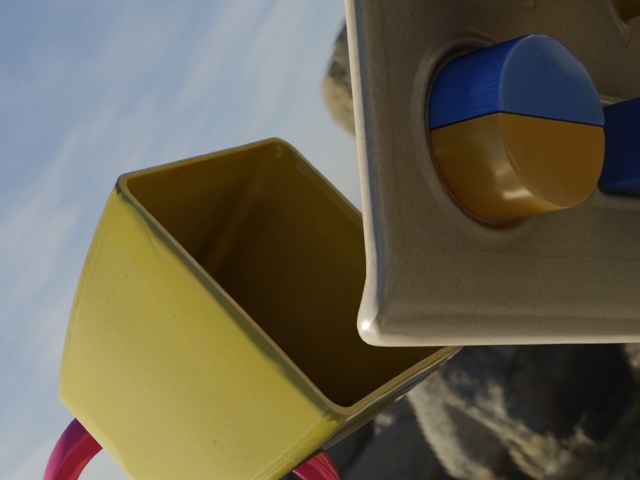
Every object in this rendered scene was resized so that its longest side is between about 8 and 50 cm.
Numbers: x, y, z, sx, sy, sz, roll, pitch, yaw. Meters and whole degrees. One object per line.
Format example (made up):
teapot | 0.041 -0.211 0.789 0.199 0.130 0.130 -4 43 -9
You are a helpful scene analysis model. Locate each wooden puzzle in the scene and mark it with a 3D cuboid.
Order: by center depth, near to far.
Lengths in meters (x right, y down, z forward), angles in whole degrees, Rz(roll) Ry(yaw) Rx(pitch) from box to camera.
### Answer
wooden puzzle | 0.144 -0.117 0.786 0.080 0.322 0.348 -6 83 45

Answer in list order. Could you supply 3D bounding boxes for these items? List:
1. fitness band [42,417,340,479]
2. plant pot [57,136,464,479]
fitness band | -0.114 0.240 1.285 0.209 0.291 0.054 -58 27 16
plant pot | -0.058 0.077 0.984 0.187 0.212 0.212 -51 -15 28
